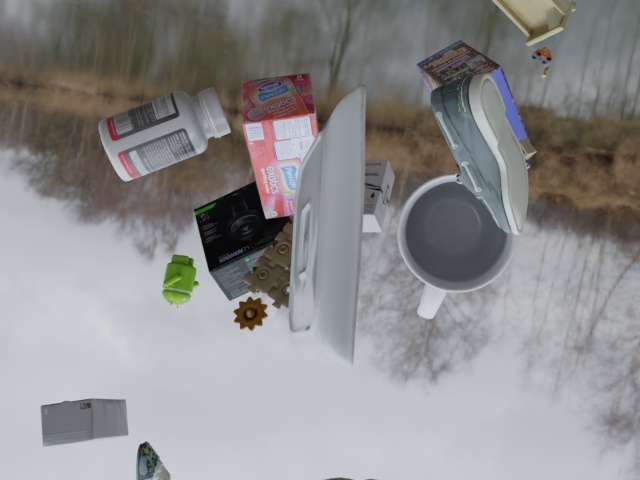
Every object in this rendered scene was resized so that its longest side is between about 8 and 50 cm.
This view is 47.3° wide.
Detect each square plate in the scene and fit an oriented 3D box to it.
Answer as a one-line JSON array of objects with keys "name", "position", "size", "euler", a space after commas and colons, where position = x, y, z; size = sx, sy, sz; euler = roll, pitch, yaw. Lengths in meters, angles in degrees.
[{"name": "square plate", "position": [0.000, 0.000, 1.020], "size": [0.049, 0.344, 0.347], "euler": [5, 171, -9]}]

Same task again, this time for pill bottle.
[{"name": "pill bottle", "position": [-0.410, -0.294, 1.955], "size": [0.318, 0.176, 0.176], "euler": [-21, -173, -3]}]

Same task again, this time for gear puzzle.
[{"name": "gear puzzle", "position": [-0.078, 0.085, 1.744], "size": [0.175, 0.339, 0.044], "euler": [29, 161, 28]}]

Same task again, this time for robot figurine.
[{"name": "robot figurine", "position": [-0.312, 0.091, 1.611], "size": [0.067, 0.115, 0.101], "euler": [6, 168, 15]}]

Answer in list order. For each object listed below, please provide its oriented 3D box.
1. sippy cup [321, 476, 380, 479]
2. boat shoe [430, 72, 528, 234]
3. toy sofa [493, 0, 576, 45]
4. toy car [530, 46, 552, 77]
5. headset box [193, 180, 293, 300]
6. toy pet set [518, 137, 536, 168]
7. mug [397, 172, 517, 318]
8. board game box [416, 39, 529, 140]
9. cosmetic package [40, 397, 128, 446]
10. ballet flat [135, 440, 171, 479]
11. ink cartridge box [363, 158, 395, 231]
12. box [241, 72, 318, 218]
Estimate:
[{"name": "sippy cup", "position": [0.076, 0.497, 1.014], "size": [0.240, 0.224, 0.305], "euler": [31, -170, -40]}, {"name": "boat shoe", "position": [0.271, -0.136, 1.218], "size": [0.099, 0.116, 0.319], "euler": [-1, 136, 33]}, {"name": "toy sofa", "position": [0.594, -0.779, 2.194], "size": [0.362, 0.177, 0.150], "euler": [37, 156, -20]}, {"name": "toy car", "position": [0.624, -0.510, 2.067], "size": [0.060, 0.040, 0.122], "euler": [22, 172, 12]}, {"name": "headset box", "position": [-0.187, -0.019, 1.956], "size": [0.246, 0.131, 0.283], "euler": [-24, -137, 2]}, {"name": "toy pet set", "position": [0.399, -0.186, 1.569], "size": [0.114, 0.122, 0.065], "euler": [-19, 161, -39]}, {"name": "mug", "position": [0.320, 0.017, 1.833], "size": [0.276, 0.374, 0.328], "euler": [18, -174, 6]}, {"name": "board game box", "position": [0.398, -0.366, 1.933], "size": [0.141, 0.232, 0.291], "euler": [-29, -150, 4]}, {"name": "cosmetic package", "position": [-0.564, 0.437, 1.764], "size": [0.127, 0.107, 0.238], "euler": [-9, 169, 5]}, {"name": "ballet flat", "position": [-0.296, 0.438, 1.296], "size": [0.070, 0.188, 0.070], "euler": [8, -155, -4]}, {"name": "ink cartridge box", "position": [0.112, -0.127, 2.046], "size": [0.148, 0.203, 0.086], "euler": [0, 145, 24]}, {"name": "box", "position": [-0.073, -0.203, 1.610], "size": [0.154, 0.142, 0.300], "euler": [-7, 141, 2]}]
